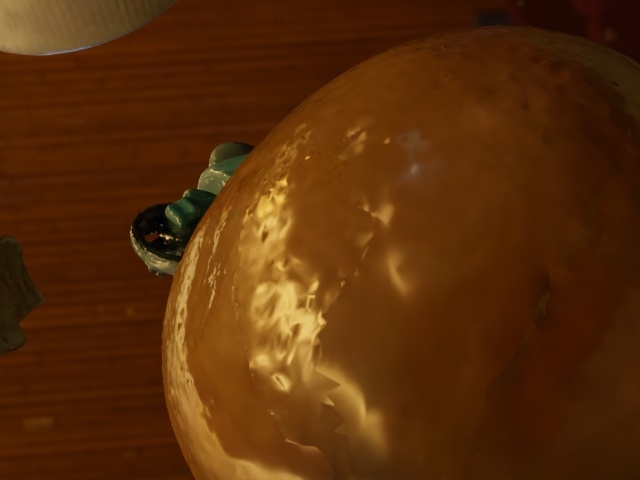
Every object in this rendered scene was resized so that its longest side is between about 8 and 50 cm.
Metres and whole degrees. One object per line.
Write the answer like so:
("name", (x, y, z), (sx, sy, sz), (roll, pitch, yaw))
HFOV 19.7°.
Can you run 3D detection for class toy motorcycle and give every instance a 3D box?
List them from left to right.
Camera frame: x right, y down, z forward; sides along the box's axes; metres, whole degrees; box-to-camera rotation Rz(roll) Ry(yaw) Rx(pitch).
("toy motorcycle", (0.000, 0.000, 1.439), (0.206, 0.260, 0.154), (-50, -24, -48))

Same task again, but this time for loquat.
("loquat", (0.064, 0.036, 0.789), (0.263, 0.263, 0.263), (176, 90, -86))

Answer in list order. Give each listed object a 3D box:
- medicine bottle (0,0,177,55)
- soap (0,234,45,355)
("medicine bottle", (-0.222, -0.332, 1.300), (0.211, 0.211, 0.371), (-99, -6, -50))
("soap", (-0.454, 0.110, 1.921), (0.143, 0.281, 0.259), (60, -164, -5))
